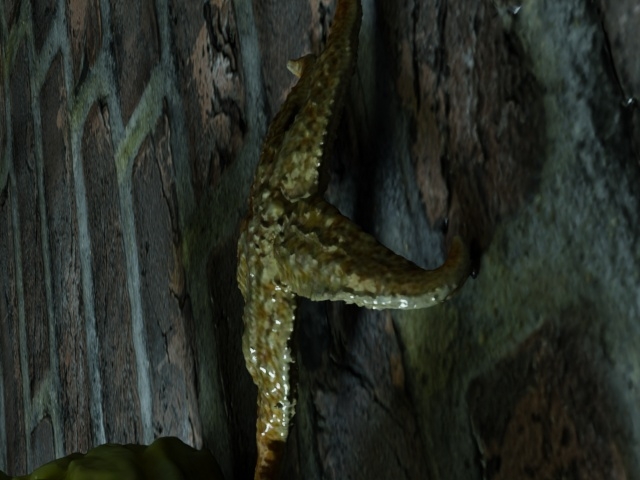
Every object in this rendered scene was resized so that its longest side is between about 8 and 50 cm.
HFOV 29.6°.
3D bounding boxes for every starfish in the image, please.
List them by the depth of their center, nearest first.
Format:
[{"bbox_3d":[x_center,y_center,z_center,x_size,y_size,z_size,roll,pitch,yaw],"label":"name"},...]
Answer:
[{"bbox_3d":[-0.009,-0.001,0.868,0.327,0.094,0.375,-144,64,-62],"label":"starfish"}]

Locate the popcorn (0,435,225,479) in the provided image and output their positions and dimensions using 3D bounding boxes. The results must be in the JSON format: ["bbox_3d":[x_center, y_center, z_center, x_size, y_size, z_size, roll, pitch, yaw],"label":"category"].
[{"bbox_3d":[-0.167,0.290,1.011,0.293,0.237,0.293,64,180,0],"label":"popcorn"}]
